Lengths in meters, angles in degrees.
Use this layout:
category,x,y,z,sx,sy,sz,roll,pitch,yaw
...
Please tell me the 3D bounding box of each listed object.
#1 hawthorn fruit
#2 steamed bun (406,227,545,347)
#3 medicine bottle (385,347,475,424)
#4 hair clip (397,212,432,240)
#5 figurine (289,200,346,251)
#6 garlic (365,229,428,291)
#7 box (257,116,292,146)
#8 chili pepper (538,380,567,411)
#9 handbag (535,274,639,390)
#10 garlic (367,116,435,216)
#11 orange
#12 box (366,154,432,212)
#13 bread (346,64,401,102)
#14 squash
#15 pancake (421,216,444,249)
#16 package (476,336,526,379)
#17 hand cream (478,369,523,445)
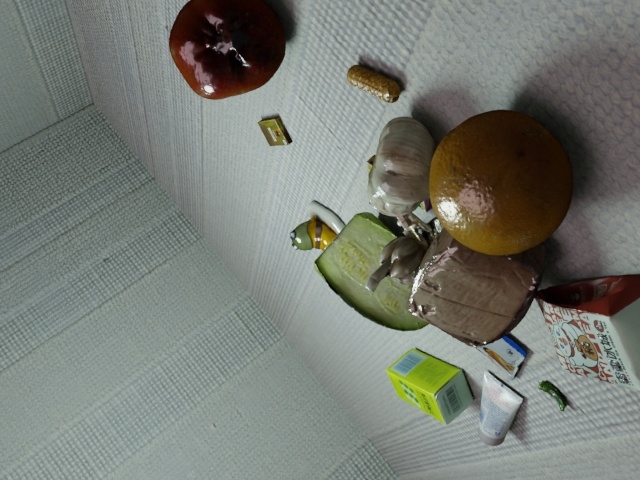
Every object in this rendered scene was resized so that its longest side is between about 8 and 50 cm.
category,x,y,z,sx,sy,sz,roll,pitch,yaw
hawthorn fruit,-0.247,-0.500,1.644,0.311,0.295,0.295,20,141,50
steamed bun,0.333,0.065,1.402,0.252,0.199,0.301,23,134,-2
medicine bottle,0.348,0.460,2.075,0.250,0.141,0.137,18,136,56
hair clip,0.187,-0.083,1.600,0.214,0.056,0.062,46,-159,0
figurine,0.000,0.000,2.089,0.250,0.141,0.166,42,154,28
garlic,0.201,0.072,1.651,0.131,0.194,0.127,20,145,49
box,-0.144,-0.340,2.030,0.133,0.023,0.090,10,134,60
chili pepper,0.586,0.387,1.630,0.091,0.034,0.030,45,-170,18
handbag,0.535,0.160,1.243,0.171,0.151,0.298,63,166,-7
garlic,0.214,-0.148,1.412,0.212,0.218,0.218,14,150,5
orange,0.319,-0.098,1.160,0.264,0.264,0.264,43,157,24
box,0.197,-0.143,1.598,0.207,0.041,0.049,39,156,35
bread,0.117,-0.350,1.443,0.157,0.044,0.052,36,155,39
squash,0.176,0.112,1.778,0.309,0.233,0.210,47,-170,29
pancake,0.355,0.063,1.605,0.288,0.033,0.286,58,157,-12
package,0.461,0.279,1.717,0.171,0.027,0.173,42,159,27
hand cream,0.513,0.493,1.891,0.133,0.083,0.247,37,142,35
